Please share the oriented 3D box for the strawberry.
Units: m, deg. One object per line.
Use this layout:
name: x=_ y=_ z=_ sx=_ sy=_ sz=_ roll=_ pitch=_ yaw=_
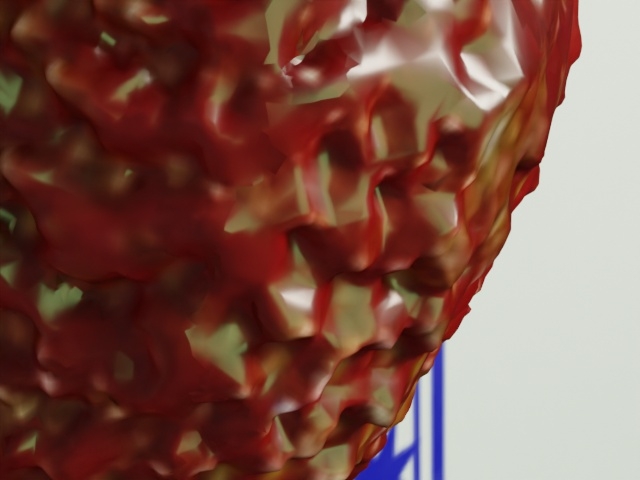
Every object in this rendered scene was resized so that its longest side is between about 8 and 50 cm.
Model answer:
strawberry: x=0.000 y=0.000 z=0.559 sx=0.233 sy=0.138 sz=0.306 roll=-20 pitch=119 yaw=-50
